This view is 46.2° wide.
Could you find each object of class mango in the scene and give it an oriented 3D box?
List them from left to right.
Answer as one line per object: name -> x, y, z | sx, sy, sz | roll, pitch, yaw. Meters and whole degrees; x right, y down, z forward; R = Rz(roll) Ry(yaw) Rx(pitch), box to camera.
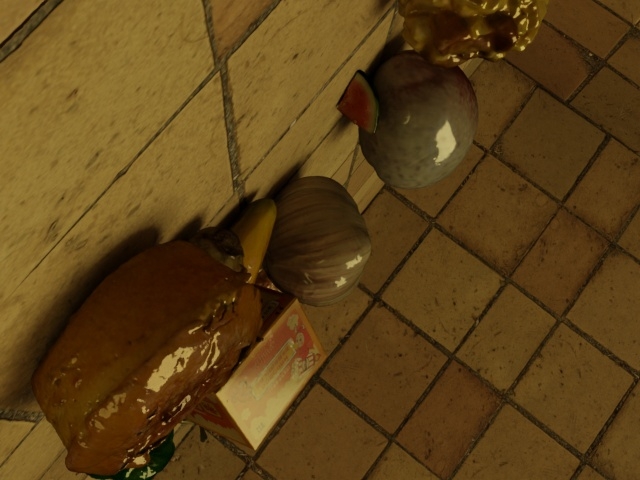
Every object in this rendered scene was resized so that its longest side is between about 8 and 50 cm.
mango -> -0.172, 0.053, 1.463 | 0.317, 0.119, 0.176 | -61, 178, -6

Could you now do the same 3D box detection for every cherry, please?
cherry -> 0.221, -0.282, 1.772 | 0.335, 0.291, 0.327 | -13, 122, -75

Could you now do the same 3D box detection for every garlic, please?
garlic -> -0.021, 0.005, 1.689 | 0.259, 0.318, 0.317 | -15, 175, 3

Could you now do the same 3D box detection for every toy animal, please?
toy animal -> -0.152, 0.104, 2.052 | 0.185, 0.104, 0.184 | -48, 166, 4

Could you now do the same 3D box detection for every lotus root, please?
lotus root -> -0.215, 0.086, 1.295 | 0.260, 0.128, 0.145 | -53, -170, 34

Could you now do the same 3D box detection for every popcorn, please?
popcorn -> 0.284, -0.458, 1.356 | 0.225, 0.264, 0.332 | 109, 1, -59

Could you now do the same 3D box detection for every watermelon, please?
watermelon -> 0.083, -0.288, 1.608 | 0.094, 0.135, 0.125 | -15, 171, -6

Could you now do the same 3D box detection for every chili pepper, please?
chili pepper -> -0.430, 0.477, 1.746 | 0.213, 0.167, 0.385 | -54, 172, -11

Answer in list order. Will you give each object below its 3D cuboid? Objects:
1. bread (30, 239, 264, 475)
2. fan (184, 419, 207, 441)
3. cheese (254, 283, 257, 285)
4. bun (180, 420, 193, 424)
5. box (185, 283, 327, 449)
bread -> -0.249, 0.170, 1.094 | 0.336, 0.204, 0.358 | -23, 154, -53
fan -> -0.289, 0.394, 1.760 | 0.132, 0.009, 0.220 | -28, -145, -2
cheese -> -0.155, 0.206, 1.944 | 0.083, 0.203, 0.320 | -53, 145, -28
bun -> -0.344, 0.441, 2.076 | 0.220, 0.134, 0.220 | -22, 157, -10
box -> -0.189, 0.263, 1.675 | 0.283, 0.259, 0.214 | -50, 129, -30
